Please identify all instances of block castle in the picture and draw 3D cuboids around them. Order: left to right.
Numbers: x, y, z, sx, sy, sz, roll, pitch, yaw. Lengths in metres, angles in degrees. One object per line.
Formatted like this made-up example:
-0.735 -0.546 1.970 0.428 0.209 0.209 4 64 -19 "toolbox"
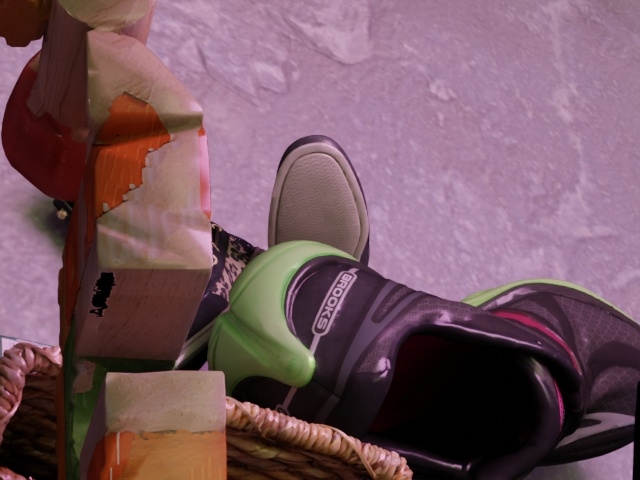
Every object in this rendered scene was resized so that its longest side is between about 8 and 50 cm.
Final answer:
-0.214 0.076 0.795 0.303 0.213 0.453 2 62 -13 "block castle"

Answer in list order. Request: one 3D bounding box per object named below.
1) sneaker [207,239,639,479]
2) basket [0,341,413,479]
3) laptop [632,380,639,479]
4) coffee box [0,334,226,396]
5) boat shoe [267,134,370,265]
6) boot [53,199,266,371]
0.128 0.129 1.286 0.482 0.185 0.202 7 22 -43 "sneaker"
-0.108 0.231 0.996 0.299 0.223 0.213 22 41 -27 "basket"
0.476 0.267 1.380 0.382 0.236 0.408 37 32 30 "laptop"
-0.167 0.126 1.136 0.184 0.113 0.040 16 43 -33 "coffee box"
0.000 0.000 1.347 0.084 0.233 0.079 -10 43 1 "boat shoe"
-0.145 0.023 1.281 0.178 0.085 0.236 40 29 -1 "boot"
